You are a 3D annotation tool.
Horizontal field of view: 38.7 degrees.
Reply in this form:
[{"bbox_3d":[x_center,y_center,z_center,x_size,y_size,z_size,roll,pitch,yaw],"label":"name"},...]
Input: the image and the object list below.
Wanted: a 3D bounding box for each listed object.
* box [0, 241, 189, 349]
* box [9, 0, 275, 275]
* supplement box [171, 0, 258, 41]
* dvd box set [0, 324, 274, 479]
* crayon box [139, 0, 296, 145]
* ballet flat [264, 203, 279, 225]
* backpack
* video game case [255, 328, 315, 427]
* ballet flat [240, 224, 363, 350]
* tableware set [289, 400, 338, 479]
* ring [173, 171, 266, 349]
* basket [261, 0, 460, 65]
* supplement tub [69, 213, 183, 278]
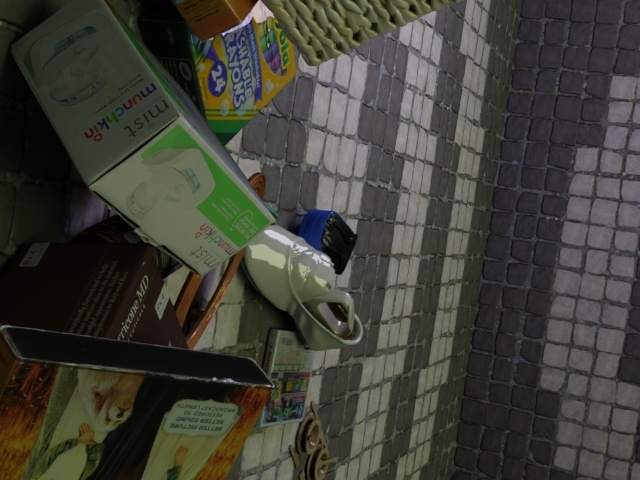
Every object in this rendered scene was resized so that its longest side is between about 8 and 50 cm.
[{"bbox_3d":[-0.268,0.130,1.046,0.168,0.167,0.203,-74,160,-47],"label":"box"},{"bbox_3d":[-0.200,-0.114,1.050,0.126,0.231,0.262,-37,149,1],"label":"box"},{"bbox_3d":[-0.174,-0.368,1.123,0.233,0.080,0.078,52,43,-26],"label":"supplement box"},{"bbox_3d":[-0.264,0.295,0.955,0.307,0.062,0.420,16,108,-42],"label":"dvd box set"},{"bbox_3d":[-0.128,-0.295,1.352,0.323,0.083,0.203,-55,146,-46],"label":"crayon box"},{"bbox_3d":[-0.143,-0.062,1.432,0.079,0.077,0.221,-56,146,-10],"label":"ballet flat"},{"bbox_3d":[0.000,0.000,1.729,0.120,0.101,0.098,54,48,-54],"label":"backpack"},{"bbox_3d":[-0.065,0.267,1.779,0.201,0.023,0.184,20,80,-67],"label":"video game case"},{"bbox_3d":[-0.016,0.085,1.662,0.139,0.139,0.400,-69,151,-25],"label":"ballet flat"},{"bbox_3d":[-0.007,0.451,1.957,0.194,0.039,0.128,76,32,-42],"label":"tableware set"},{"bbox_3d":[-0.164,0.051,1.306,0.336,0.032,0.337,25,90,-86],"label":"ring"},{"bbox_3d":[0.014,-0.467,1.186,0.331,0.266,0.328,47,26,-44],"label":"basket"},{"bbox_3d":[-0.233,0.007,1.194,0.198,0.106,0.106,-38,132,-59],"label":"supplement tub"}]
